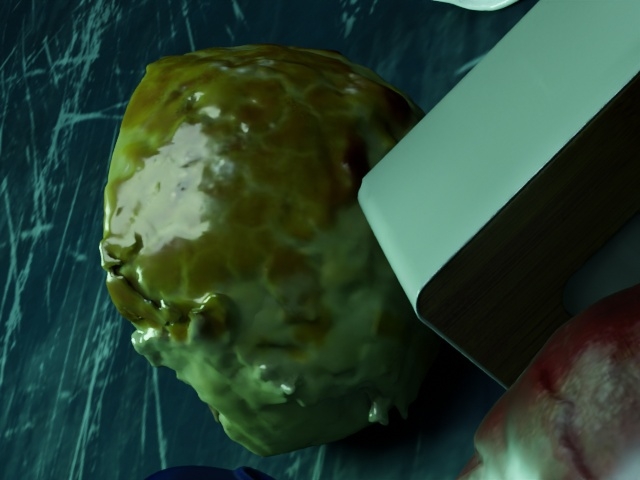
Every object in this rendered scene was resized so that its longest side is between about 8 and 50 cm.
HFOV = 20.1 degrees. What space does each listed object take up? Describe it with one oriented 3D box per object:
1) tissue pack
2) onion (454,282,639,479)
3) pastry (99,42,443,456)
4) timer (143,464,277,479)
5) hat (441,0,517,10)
[{"bbox_3d":[0.164,-0.040,0.979,0.246,0.159,0.136,-46,29,11],"label":"tissue pack"},{"bbox_3d":[0.186,0.167,0.532,0.347,0.347,0.285,-42,18,16],"label":"onion"},{"bbox_3d":[-0.001,-0.010,1.109,0.170,0.237,0.256,-3,54,39],"label":"pastry"},{"bbox_3d":[-0.048,0.324,0.813,0.383,0.270,0.270,-61,30,4],"label":"timer"},{"bbox_3d":[0.120,-0.279,1.313,0.203,0.203,0.126,-23,21,40],"label":"hat"}]
